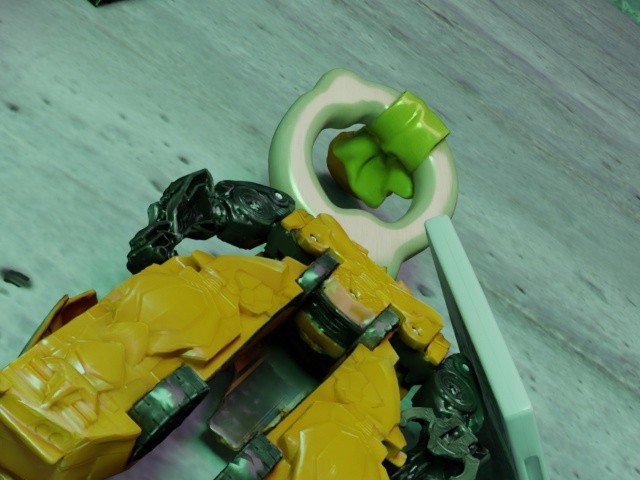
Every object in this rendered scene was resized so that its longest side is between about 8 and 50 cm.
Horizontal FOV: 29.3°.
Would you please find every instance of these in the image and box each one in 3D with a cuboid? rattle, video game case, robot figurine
[{"bbox_3d":[0.000,0.000,0.787,0.130,0.142,0.200,28,62,-28],"label":"rattle"},{"bbox_3d":[0.100,0.084,0.699,0.157,0.019,0.143,-107,177,-49],"label":"video game case"},{"bbox_3d":[-0.031,0.070,0.563,0.211,0.085,0.291,43,26,5],"label":"robot figurine"}]

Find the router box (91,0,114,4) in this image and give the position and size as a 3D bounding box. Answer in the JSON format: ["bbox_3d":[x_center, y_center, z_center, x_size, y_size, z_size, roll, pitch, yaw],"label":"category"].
[{"bbox_3d":[-0.177,-0.229,0.897,0.122,0.038,0.092,42,26,3],"label":"router box"}]
